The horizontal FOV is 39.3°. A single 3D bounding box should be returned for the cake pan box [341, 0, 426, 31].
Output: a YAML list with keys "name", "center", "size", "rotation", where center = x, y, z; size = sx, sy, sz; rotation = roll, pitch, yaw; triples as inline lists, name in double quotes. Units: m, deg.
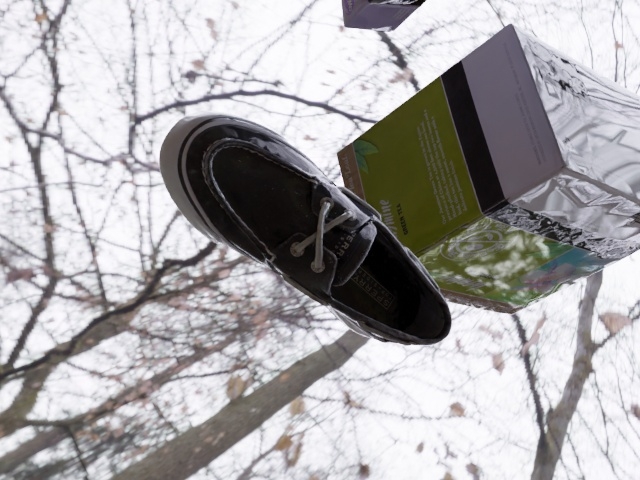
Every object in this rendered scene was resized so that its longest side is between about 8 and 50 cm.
- name: "cake pan box"
  center: [0.084, -0.358, 0.856]
  size: [0.070, 0.246, 0.266]
  rotation: [-2, -97, -19]

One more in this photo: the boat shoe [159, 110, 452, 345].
- name: "boat shoe"
  center: [0.000, 0.000, 0.752]
  size: [0.301, 0.102, 0.108]
  rotation: [43, -104, -30]

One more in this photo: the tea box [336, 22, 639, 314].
- name: "tea box"
  center: [0.259, -0.073, 1.224]
  size: [0.324, 0.329, 0.219]
  rotation: [-34, -124, 38]
